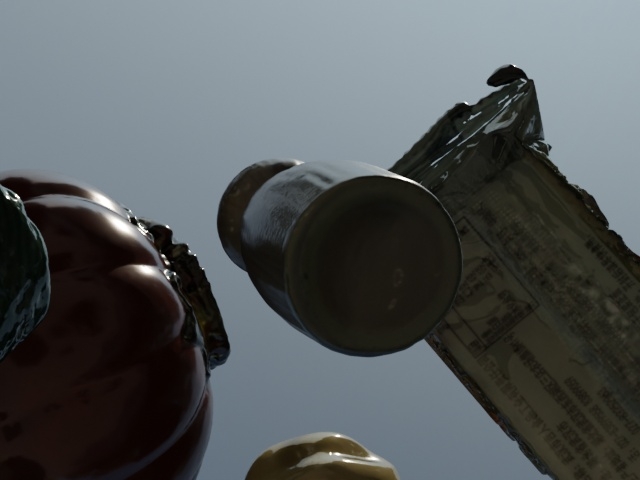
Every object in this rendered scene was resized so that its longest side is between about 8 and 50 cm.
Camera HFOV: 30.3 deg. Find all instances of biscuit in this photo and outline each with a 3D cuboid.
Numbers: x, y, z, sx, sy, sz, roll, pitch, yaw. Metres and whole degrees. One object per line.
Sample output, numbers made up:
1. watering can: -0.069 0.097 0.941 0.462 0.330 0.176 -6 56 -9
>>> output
1. biscuit: 0.153 0.053 0.740 0.186 0.079 0.309 -42 -104 2

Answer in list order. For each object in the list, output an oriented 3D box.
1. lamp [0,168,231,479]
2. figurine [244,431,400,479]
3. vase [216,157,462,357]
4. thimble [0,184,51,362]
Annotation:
1. lamp: -0.207 0.093 0.904 0.257 0.303 0.303 -23 -115 -19
2. figurine: 0.009 0.230 0.839 0.114 0.108 0.196 -7 -67 10
3. vase: 0.000 0.000 0.365 0.053 0.100 0.053 -3 -81 -18
4. thimble: -0.192 0.014 0.518 0.135 0.118 0.090 17 -135 23
